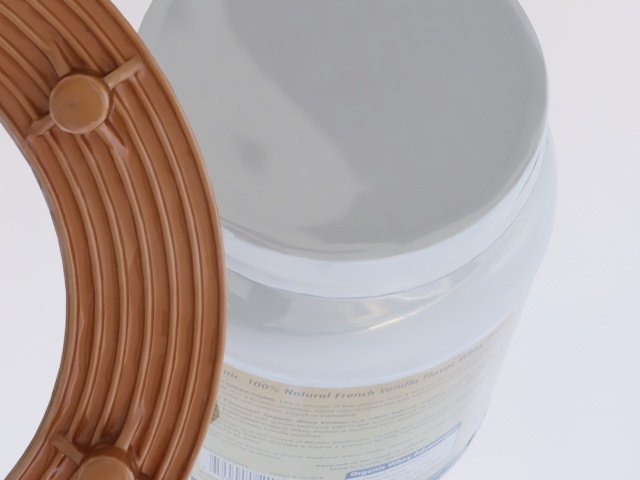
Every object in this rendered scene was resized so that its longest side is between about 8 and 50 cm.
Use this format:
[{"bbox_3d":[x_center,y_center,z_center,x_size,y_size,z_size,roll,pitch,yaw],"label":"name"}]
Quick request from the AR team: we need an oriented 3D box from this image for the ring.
[{"bbox_3d":[-0.202,0.024,0.637,0.336,0.336,0.032,-27,-169,3],"label":"ring"}]

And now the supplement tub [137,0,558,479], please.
[{"bbox_3d":[0.000,0.000,0.934,0.228,0.316,0.228,2,-118,-3],"label":"supplement tub"}]
